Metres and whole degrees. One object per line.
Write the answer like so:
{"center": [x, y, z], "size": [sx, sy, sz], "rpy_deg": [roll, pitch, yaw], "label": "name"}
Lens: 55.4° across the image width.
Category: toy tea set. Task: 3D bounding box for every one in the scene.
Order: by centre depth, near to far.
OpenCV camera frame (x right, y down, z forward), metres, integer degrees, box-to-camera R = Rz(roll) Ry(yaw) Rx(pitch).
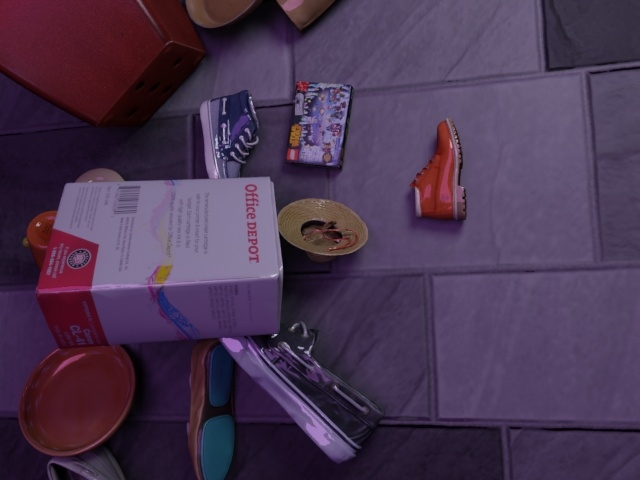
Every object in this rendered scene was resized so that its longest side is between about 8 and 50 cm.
{"center": [-0.339, 0.042, 1.028], "size": [0.200, 0.124, 0.336], "rpy_deg": [-39, 71, -23], "label": "toy tea set"}

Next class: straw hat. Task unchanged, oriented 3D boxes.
{"center": [0.000, 0.000, 0.953], "size": [0.145, 0.144, 0.061], "rpy_deg": [20, 131, 15], "label": "straw hat"}

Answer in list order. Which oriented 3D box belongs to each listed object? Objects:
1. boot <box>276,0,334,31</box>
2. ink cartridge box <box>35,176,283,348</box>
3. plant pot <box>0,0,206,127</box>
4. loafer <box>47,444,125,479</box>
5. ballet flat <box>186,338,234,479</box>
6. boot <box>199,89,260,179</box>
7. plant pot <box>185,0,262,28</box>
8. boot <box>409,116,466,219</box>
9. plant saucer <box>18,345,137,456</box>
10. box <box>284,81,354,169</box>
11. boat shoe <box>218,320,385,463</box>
{"center": [0.004, -0.515, 0.995], "size": [0.270, 0.089, 0.236], "rpy_deg": [-36, 71, 12], "label": "boot"}
{"center": [-0.214, 0.024, 0.874], "size": [0.307, 0.131, 0.226], "rpy_deg": [-1, 42, -7], "label": "ink cartridge box"}
{"center": [-0.344, -0.327, 0.973], "size": [0.236, 0.267, 0.267], "rpy_deg": [45, 103, -3], "label": "plant pot"}
{"center": [-0.321, 0.462, 0.961], "size": [0.112, 0.111, 0.319], "rpy_deg": [-46, 76, 6], "label": "loafer"}
{"center": [-0.179, 0.271, 0.977], "size": [0.073, 0.080, 0.232], "rpy_deg": [-3, 80, 41], "label": "ballet flat"}
{"center": [-0.140, -0.154, 1.000], "size": [0.086, 0.069, 0.189], "rpy_deg": [-15, 79, 15], "label": "boot"}
{"center": [-0.136, -0.456, 1.010], "size": [0.237, 0.032, 0.236], "rpy_deg": [-13, 70, 37], "label": "plant pot"}
{"center": [0.176, -0.108, 0.928], "size": [0.085, 0.059, 0.157], "rpy_deg": [-2, 85, 18], "label": "boot"}
{"center": [-0.394, 0.257, 1.005], "size": [0.200, 0.037, 0.199], "rpy_deg": [-5, 58, 8], "label": "plant saucer"}
{"center": [-0.002, -0.187, 0.992], "size": [0.094, 0.027, 0.136], "rpy_deg": [7, 86, 15], "label": "box"}
{"center": [-0.043, 0.180, 0.933], "size": [0.335, 0.121, 0.119], "rpy_deg": [44, 86, 5], "label": "boat shoe"}
